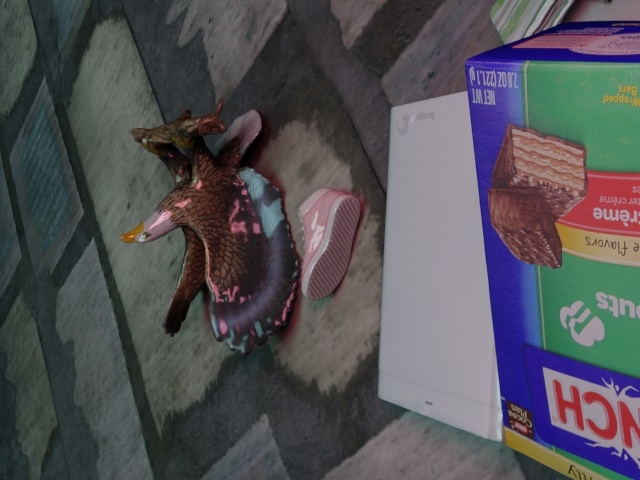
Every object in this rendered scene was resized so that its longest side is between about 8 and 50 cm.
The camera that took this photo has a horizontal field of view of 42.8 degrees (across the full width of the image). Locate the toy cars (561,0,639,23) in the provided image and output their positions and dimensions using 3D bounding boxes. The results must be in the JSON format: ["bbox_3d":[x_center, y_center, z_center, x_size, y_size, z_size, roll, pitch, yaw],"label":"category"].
[{"bbox_3d":[0.313,-0.163,0.557,0.394,0.087,0.176,-23,58,52],"label":"toy cars"}]

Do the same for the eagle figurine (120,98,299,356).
[{"bbox_3d":[-0.152,-0.019,1.083,0.226,0.225,0.298,-81,-29,-71],"label":"eagle figurine"}]

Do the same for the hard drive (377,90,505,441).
[{"bbox_3d":[0.126,0.016,0.785,0.203,0.040,0.307,3,91,63],"label":"hard drive"}]

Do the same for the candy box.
[{"bbox_3d":[0.239,0.030,0.522,0.268,0.122,0.317,17,125,50],"label":"candy box"}]

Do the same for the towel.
[{"bbox_3d":[0.192,-0.220,0.704,0.113,0.023,0.152,-59,13,28],"label":"towel"}]

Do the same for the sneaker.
[{"bbox_3d":[0.000,0.000,0.963,0.070,0.051,0.134,34,110,49],"label":"sneaker"}]
